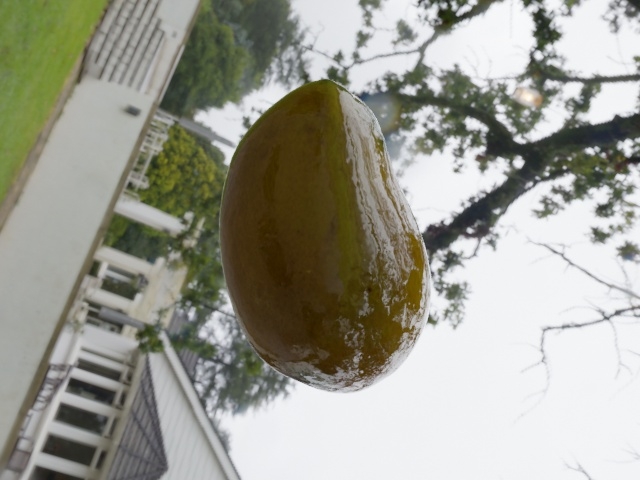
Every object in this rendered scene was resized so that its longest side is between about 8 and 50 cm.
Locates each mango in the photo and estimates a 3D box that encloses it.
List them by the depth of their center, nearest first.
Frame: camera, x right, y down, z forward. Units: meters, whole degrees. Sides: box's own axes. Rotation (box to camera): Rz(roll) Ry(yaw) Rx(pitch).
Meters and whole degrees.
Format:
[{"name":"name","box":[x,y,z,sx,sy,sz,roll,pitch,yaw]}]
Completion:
[{"name":"mango","box":[0.000,0.000,0.710,0.173,0.212,0.317,-23,104,-70]}]
